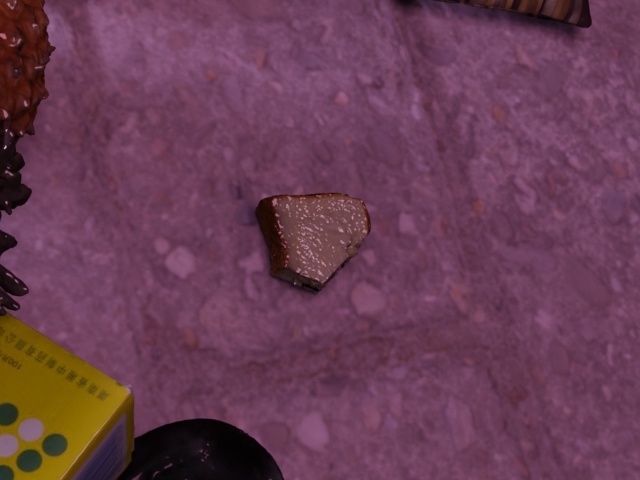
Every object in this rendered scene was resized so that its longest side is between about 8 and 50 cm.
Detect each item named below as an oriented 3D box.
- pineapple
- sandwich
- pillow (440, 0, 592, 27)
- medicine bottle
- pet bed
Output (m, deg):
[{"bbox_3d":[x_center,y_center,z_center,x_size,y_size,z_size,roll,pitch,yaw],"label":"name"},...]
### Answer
[{"bbox_3d":[-0.294,-0.074,1.482,0.169,0.169,0.340,4,57,-20],"label":"pineapple"},{"bbox_3d":[0.000,0.000,1.663,0.105,0.036,0.093,-8,72,-26],"label":"sandwich"},{"bbox_3d":[0.176,-0.320,1.854,0.212,0.052,0.208,8,63,-20],"label":"pillow"},{"bbox_3d":[-0.262,0.198,1.399,0.137,0.141,0.250,31,60,11],"label":"medicine bottle"},{"bbox_3d":[-0.108,0.246,1.511,0.201,0.053,0.201,8,65,-19],"label":"pet bed"}]
